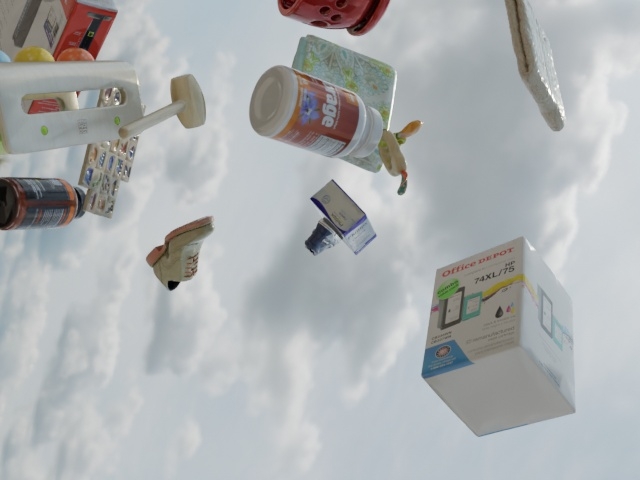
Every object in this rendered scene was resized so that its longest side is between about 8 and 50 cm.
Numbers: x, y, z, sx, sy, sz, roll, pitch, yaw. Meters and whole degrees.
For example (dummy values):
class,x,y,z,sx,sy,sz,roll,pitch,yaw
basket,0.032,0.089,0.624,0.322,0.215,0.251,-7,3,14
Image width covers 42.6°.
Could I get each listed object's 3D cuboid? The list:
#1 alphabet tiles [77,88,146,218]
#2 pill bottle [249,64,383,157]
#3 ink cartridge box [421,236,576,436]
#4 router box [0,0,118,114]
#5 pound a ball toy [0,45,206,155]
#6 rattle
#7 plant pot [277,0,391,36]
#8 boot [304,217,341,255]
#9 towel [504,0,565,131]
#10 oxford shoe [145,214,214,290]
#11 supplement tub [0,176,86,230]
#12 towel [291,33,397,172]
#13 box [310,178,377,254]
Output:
class,x,y,z,sx,sy,sz,roll,pitch,yaw
alphabet tiles,-0.388,-0.162,1.527,0.198,0.009,0.237,35,67,-80
pill bottle,-0.002,-0.208,1.383,0.121,0.216,0.121,-17,-112,48
ink cartridge box,0.328,0.174,1.494,0.198,0.197,0.270,-25,-148,32
router box,-0.520,-0.425,1.568,0.301,0.082,0.335,-52,-129,33
pound a ball toy,-0.321,-0.193,1.082,0.208,0.319,0.135,-3,-79,25
rattle,0.232,-0.215,2.136,0.199,0.143,0.130,-121,-148,-47
plant pot,0.035,-0.474,1.501,0.191,0.174,0.191,-47,-145,48
boot,0.000,0.000,2.087,0.086,0.069,0.190,-50,166,-5
towel,0.449,-0.385,1.731,0.049,0.187,0.282,-20,-131,27
oxford shoe,-0.406,0.040,2.529,0.146,0.140,0.397,62,-34,6
supplement tub,-0.560,-0.073,1.639,0.106,0.198,0.106,1,-87,29
towel,0.055,-0.402,2.365,0.090,0.321,0.374,129,-23,-57
box,0.054,-0.052,1.871,0.072,0.137,0.126,-41,-115,-3
